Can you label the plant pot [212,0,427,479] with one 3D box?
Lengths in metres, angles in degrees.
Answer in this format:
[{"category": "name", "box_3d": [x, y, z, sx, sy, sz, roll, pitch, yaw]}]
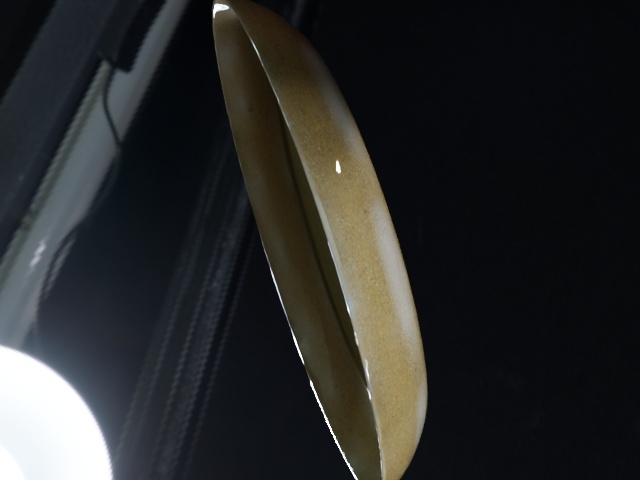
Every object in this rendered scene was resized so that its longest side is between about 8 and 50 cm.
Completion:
[{"category": "plant pot", "box_3d": [0.000, 0.000, 0.502, 0.032, 0.236, 0.236, -17, -122, -8]}]
